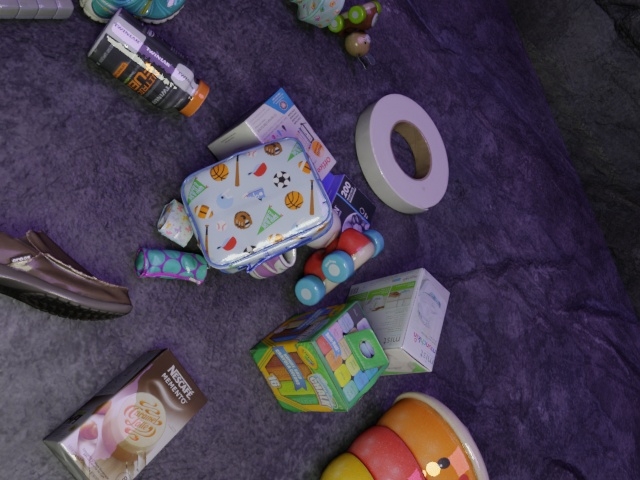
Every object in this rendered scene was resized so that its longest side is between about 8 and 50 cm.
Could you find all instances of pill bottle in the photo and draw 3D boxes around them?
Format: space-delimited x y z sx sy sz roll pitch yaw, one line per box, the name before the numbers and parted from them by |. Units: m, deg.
pill bottle | -0.366 -0.378 1.226 0.245 0.130 0.130 34 56 -29

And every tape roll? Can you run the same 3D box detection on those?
tape roll | 0.272 -0.280 1.813 0.392 0.072 0.392 14 68 -39

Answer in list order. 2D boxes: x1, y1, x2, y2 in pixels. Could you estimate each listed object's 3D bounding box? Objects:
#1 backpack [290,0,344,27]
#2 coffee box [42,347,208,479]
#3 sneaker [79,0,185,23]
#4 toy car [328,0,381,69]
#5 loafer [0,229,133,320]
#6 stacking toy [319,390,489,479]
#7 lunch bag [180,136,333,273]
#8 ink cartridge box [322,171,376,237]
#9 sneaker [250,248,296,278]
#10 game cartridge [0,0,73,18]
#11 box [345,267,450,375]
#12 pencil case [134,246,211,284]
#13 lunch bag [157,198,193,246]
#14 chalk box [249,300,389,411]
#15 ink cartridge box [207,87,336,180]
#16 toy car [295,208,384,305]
backpack | -0.009 -0.731 1.638 0.144 0.166 0.188 4 71 -40
coffee box | -0.352 0.331 1.034 0.246 0.098 0.141 -44 107 -41
sneaker | -0.403 -0.556 1.265 0.275 0.110 0.107 -36 101 -43
toy car | 0.130 -0.638 1.764 0.155 0.149 0.188 -46 119 -51
loafer | -0.492 0.040 0.976 0.366 0.133 0.130 28 60 -33
stacking toy | 0.115 0.592 1.287 0.479 0.350 0.351 -17 88 -26
lunch bag | -0.135 -0.066 1.190 0.303 0.115 0.243 -24 81 -2
ink cartridge box | 0.053 -0.079 1.570 0.208 0.045 0.206 40 54 -24
sneaker | -0.146 -0.054 1.304 0.102 0.161 0.282 -36 100 -41
game cartridge | -0.653 -0.606 1.093 0.230 0.068 0.355 -21 91 -48
box | 0.171 0.216 1.432 0.126 0.262 0.231 39 53 -27
pencil case | -0.313 0.056 1.181 0.151 0.064 0.070 11 45 -39
lunch bag | -0.314 -0.035 1.219 0.071 0.053 0.083 34 47 -32
chalk box | 0.019 0.262 1.260 0.179 0.289 0.180 -35 101 -43
ink cartridge box | -0.114 -0.210 1.374 0.233 0.168 0.171 52 48 -18
toy car | 0.000 0.000 1.414 0.238 0.210 0.219 51 35 5
